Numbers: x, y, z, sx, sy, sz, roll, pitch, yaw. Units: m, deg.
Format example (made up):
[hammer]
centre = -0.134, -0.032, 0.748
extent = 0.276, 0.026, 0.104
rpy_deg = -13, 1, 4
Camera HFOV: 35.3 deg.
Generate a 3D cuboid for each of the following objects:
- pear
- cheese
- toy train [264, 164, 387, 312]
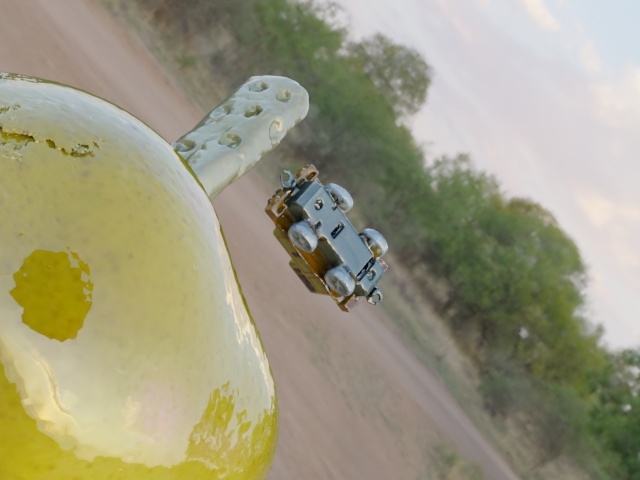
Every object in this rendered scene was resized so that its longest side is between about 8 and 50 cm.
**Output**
[pear]
centre = -0.167, 0.063, 0.574
extent = 0.336, 0.284, 0.285
rpy_deg = 57, 1, -17
[cheese]
centre = -0.076, -0.076, 0.797
extent = 0.064, 0.194, 0.043
rpy_deg = 11, -53, 30
[toy train]
centre = 0.000, 0.000, 1.264
extent = 0.127, 0.089, 0.219
rpy_deg = 0, -46, 54
